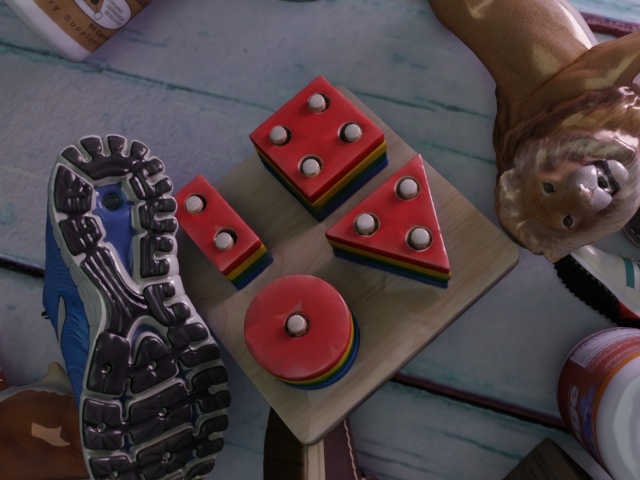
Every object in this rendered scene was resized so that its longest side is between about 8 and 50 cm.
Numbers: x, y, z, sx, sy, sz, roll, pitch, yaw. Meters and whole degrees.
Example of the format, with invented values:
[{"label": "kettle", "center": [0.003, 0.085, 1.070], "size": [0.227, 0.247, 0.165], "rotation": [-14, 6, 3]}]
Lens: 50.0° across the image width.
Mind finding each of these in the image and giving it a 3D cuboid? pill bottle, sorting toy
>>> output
[{"label": "pill bottle", "center": [0.266, 0.136, 0.570], "size": [0.121, 0.216, 0.121], "rotation": [0, 88, 8]}, {"label": "sorting toy", "center": [0.000, 0.000, 0.621], "size": [0.257, 0.089, 0.255], "rotation": [-41, 68, -6]}, {"label": "pill bottle", "center": [-0.207, -0.300, 0.688], "size": [0.229, 0.131, 0.131], "rotation": [-40, 84, 3]}]

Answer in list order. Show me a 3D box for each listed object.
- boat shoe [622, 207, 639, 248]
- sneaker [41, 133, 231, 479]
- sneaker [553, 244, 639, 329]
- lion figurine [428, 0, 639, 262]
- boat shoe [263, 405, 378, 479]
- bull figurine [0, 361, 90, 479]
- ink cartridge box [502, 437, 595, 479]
[{"label": "boat shoe", "center": [0.444, -0.063, 0.614], "size": [0.335, 0.095, 0.112], "rotation": [-18, 84, 6]}, {"label": "sneaker", "center": [-0.173, 0.079, 0.618], "size": [0.130, 0.147, 0.329], "rotation": [-8, 87, -29]}, {"label": "sneaker", "center": [0.301, 0.039, 0.658], "size": [0.161, 0.057, 0.075], "rotation": [39, 74, 9]}, {"label": "lion figurine", "center": [0.200, -0.191, 0.647], "size": [0.240, 0.142, 0.392], "rotation": [-33, 70, 13]}, {"label": "boat shoe", "center": [0.023, 0.280, 0.662], "size": [0.123, 0.123, 0.341], "rotation": [0, 76, -23]}, {"label": "bull figurine", "center": [-0.305, 0.177, 0.698], "size": [0.311, 0.101, 0.188], "rotation": [-6, 81, 2]}, {"label": "ink cartridge box", "center": [0.172, 0.283, 0.568], "size": [0.088, 0.235, 0.193], "rotation": [43, 94, 7]}]
